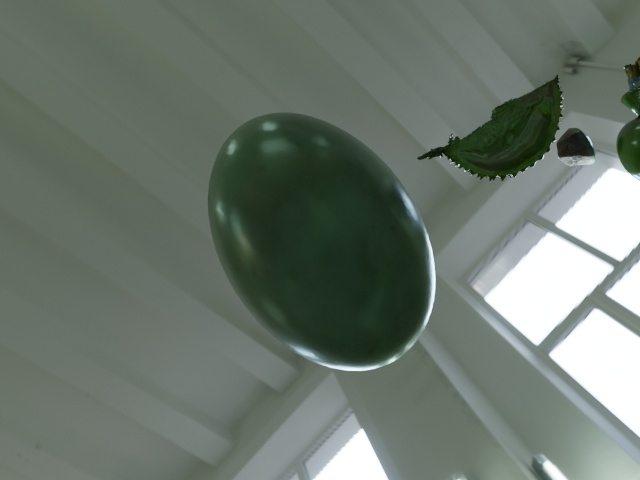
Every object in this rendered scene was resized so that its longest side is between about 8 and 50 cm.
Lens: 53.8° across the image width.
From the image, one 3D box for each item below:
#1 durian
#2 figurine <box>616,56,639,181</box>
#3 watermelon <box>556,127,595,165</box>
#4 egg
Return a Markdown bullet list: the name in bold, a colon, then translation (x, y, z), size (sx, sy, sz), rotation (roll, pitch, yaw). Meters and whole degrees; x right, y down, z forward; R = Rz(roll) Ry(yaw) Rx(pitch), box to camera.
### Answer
- **durian**: translation (0.247, -0.143, 0.885), size (0.215, 0.086, 0.100), rotation (-32, -61, 8)
- **figurine**: translation (0.655, -0.227, 1.235), size (0.143, 0.162, 0.263), rotation (-9, -95, -19)
- **watermelon**: translation (0.551, -0.191, 1.353), size (0.085, 0.092, 0.072), rotation (31, -70, -30)
- **egg**: translation (0.000, 0.000, 0.882), size (0.276, 0.276, 0.388), rotation (-32, -91, -2)
